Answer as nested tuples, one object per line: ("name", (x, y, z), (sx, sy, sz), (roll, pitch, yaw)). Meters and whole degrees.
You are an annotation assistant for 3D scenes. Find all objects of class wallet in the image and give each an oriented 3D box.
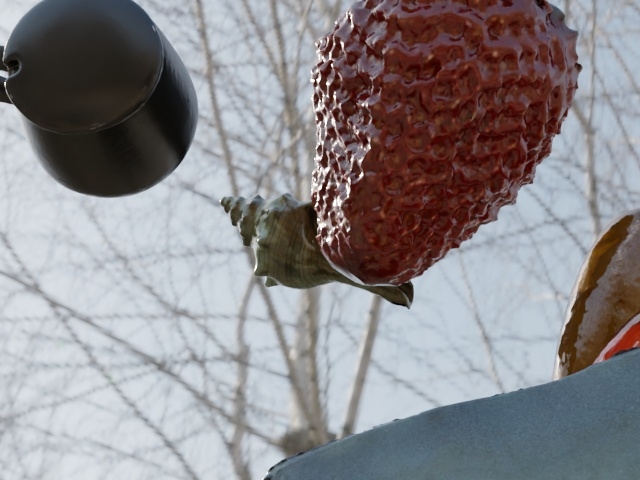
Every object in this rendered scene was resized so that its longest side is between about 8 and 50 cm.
("wallet", (0.120, 0.182, 0.716), (0.290, 0.251, 0.054), (-18, -50, 2))

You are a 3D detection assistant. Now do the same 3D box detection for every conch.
("conch", (-0.004, -0.007, 1.576), (0.233, 0.137, 0.114), (8, 1, -1))

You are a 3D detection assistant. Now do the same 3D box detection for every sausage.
("sausage", (0.280, 0.088, 1.297), (0.108, 0.271, 0.109), (16, -24, 8))

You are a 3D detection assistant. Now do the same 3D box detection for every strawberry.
("strawberry", (0.104, -0.114, 1.425), (0.267, 0.351, 0.312), (24, -12, -16))

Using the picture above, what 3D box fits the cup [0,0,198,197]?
("cup", (-0.232, -0.142, 1.289), (0.223, 0.169, 0.176), (12, -16, 7))

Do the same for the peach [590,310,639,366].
("peach", (0.363, 0.205, 1.007), (0.388, 0.388, 0.388), (9, -44, 9))
